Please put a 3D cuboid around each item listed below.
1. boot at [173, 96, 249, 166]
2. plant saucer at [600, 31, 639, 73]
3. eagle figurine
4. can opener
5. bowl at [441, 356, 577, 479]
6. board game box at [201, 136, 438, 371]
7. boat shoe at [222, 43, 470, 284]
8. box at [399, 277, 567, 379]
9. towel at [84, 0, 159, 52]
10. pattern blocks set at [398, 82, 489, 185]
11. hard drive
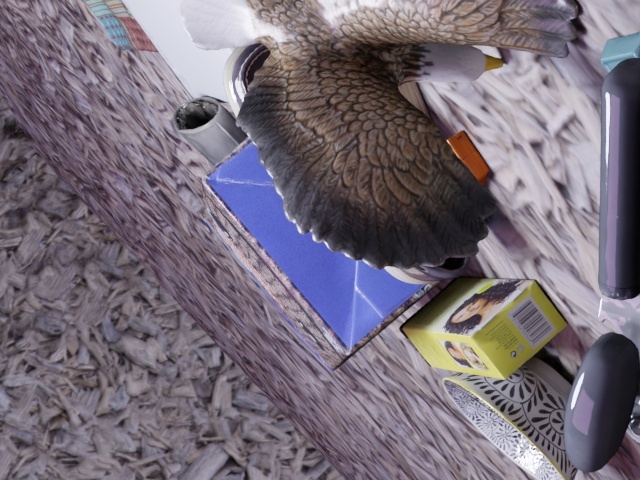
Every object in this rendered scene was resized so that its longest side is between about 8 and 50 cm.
[{"bbox_3d":[-0.101,-0.086,2.146,0.208,0.076,0.190,36,162,-26],"label":"boot"},{"bbox_3d":[0.246,-0.051,1.154,0.192,0.018,0.067,52,169,-9],"label":"plant saucer"},{"bbox_3d":[0.040,-0.134,1.294,0.226,0.225,0.298,66,175,-20],"label":"eagle figurine"},{"bbox_3d":[0.206,0.024,1.139,0.074,0.093,0.280,15,121,29],"label":"can opener"},{"bbox_3d":[0.210,0.168,1.799,0.170,0.080,0.170,41,170,9],"label":"bowl"},{"bbox_3d":[0.000,0.000,1.895,0.232,0.141,0.291,50,173,4],"label":"board game box"},{"bbox_3d":[0.033,-0.071,1.587,0.285,0.103,0.092,49,163,-16],"label":"boat shoe"},{"bbox_3d":[0.155,0.083,1.760,0.058,0.087,0.232,51,167,-8],"label":"box"},{"bbox_3d":[-0.318,-0.386,2.234,0.370,0.040,0.271,54,169,-17],"label":"towel"},{"bbox_3d":[0.052,-0.128,1.638,0.285,0.026,0.325,37,163,50],"label":"pattern blocks set"},{"bbox_3d":[-0.141,-0.241,2.002,0.203,0.040,0.307,54,168,-16],"label":"hard drive"}]
